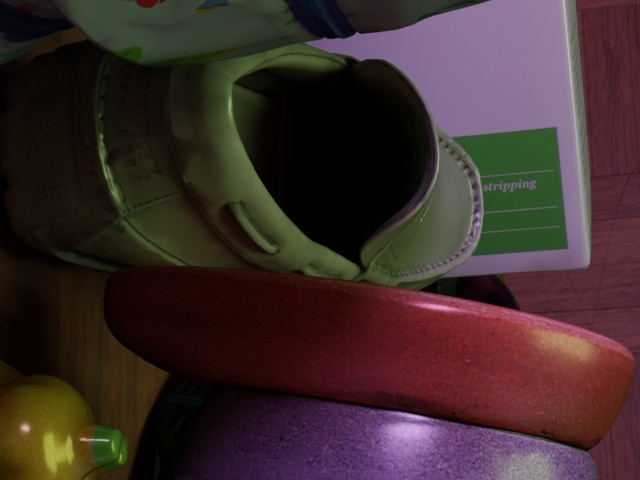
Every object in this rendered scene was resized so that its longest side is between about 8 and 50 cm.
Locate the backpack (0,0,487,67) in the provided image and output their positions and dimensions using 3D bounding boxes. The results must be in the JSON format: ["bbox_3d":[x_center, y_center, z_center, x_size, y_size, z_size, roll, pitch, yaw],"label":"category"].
[{"bbox_3d":[-0.032,-0.181,0.399,0.355,0.274,0.290,-117,-164,-61],"label":"backpack"}]

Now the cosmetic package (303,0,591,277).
[{"bbox_3d":[0.071,-0.169,0.905,0.155,0.197,0.365,-64,146,-64],"label":"cosmetic package"}]

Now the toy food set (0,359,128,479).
[{"bbox_3d":[-0.085,0.131,0.384,0.128,0.071,0.217,59,30,-64],"label":"toy food set"}]

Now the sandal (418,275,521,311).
[{"bbox_3d":[0.153,0.089,1.384,0.445,0.107,0.167,73,18,-45],"label":"sandal"}]

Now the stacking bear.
[{"bbox_3d":[0.003,0.165,0.437,0.164,0.175,0.288,-6,-108,61],"label":"stacking bear"}]

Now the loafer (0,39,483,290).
[{"bbox_3d":[0.005,-0.024,0.575,0.319,0.112,0.112,1,82,-60],"label":"loafer"}]

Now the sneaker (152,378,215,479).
[{"bbox_3d":[-0.041,0.123,0.602,0.211,0.080,0.081,-59,151,-53],"label":"sneaker"}]
